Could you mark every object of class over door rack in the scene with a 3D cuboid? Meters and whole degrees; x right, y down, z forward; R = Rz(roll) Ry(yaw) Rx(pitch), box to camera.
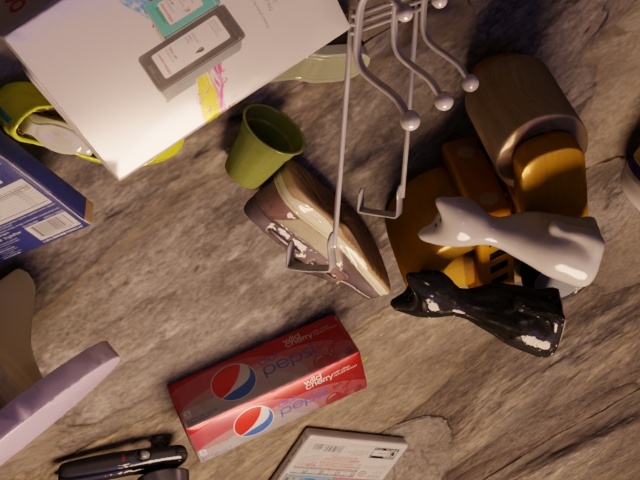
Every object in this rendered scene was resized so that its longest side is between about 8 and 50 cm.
[{"bbox_3d":[0.087,-0.130,1.256,0.239,0.108,0.324,-36,145,-60],"label":"over door rack"}]

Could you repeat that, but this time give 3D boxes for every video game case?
[{"bbox_3d":[0.015,0.389,1.831,0.212,0.023,0.193,13,119,-38],"label":"video game case"}]

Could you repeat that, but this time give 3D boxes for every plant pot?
[{"bbox_3d":[-0.073,-0.105,1.319,0.083,0.083,0.079,10,133,-36],"label":"plant pot"}]

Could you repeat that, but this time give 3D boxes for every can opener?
[{"bbox_3d":[-0.277,0.318,1.577,0.186,0.073,0.059,1,135,-20],"label":"can opener"}]

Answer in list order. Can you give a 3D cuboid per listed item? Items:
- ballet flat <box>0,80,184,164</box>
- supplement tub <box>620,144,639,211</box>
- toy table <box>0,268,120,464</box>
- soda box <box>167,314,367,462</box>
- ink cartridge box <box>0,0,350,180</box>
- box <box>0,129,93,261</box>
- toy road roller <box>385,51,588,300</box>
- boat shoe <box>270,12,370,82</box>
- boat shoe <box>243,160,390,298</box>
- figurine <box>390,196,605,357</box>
[{"bbox_3d":[-0.241,-0.112,1.207,0.231,0.077,0.077,12,116,-37],"label":"ballet flat"},{"bbox_3d":[0.605,-0.147,1.554,0.241,0.241,0.331,15,119,-38],"label":"supplement tub"},{"bbox_3d":[-0.380,0.158,1.247,0.274,0.161,0.252,-38,174,-46],"label":"toy table"},{"bbox_3d":[-0.073,0.205,1.570,0.263,0.092,0.083,-24,134,-10],"label":"soda box"},{"bbox_3d":[-0.156,-0.239,1.057,0.270,0.198,0.197,-33,134,0],"label":"ink cartridge box"},{"bbox_3d":[-0.363,-0.062,1.173,0.136,0.036,0.225,-20,142,23],"label":"box"},{"bbox_3d":[0.205,-0.055,1.438,0.240,0.202,0.329,-15,135,-3],"label":"toy road roller"},{"bbox_3d":[-0.057,-0.218,1.234,0.227,0.069,0.081,-3,158,-27],"label":"boat shoe"},{"bbox_3d":[0.000,0.000,1.437,0.092,0.103,0.285,-28,144,15],"label":"boat shoe"},{"bbox_3d":[0.208,0.035,1.344,0.209,0.092,0.215,12,135,-4],"label":"figurine"}]
